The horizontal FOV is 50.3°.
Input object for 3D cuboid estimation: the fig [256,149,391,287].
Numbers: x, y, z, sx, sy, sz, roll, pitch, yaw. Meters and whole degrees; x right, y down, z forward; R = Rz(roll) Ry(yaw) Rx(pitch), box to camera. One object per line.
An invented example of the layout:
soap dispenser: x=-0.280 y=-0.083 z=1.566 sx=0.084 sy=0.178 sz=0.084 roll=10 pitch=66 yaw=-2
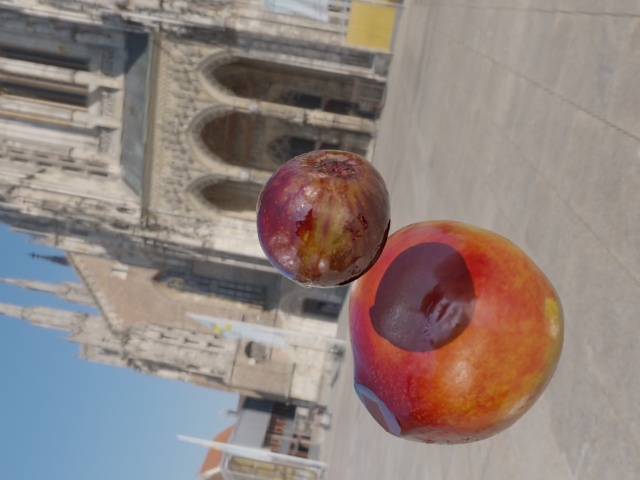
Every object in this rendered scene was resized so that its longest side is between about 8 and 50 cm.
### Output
fig: x=-0.002 y=-0.001 z=0.838 sx=0.175 sy=0.175 sz=0.207 roll=-76 pitch=2 yaw=-61

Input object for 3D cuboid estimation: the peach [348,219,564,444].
peach: x=0.216 y=0.159 z=1.153 sx=0.388 sy=0.388 sz=0.388 roll=10 pitch=-90 yaw=-88
